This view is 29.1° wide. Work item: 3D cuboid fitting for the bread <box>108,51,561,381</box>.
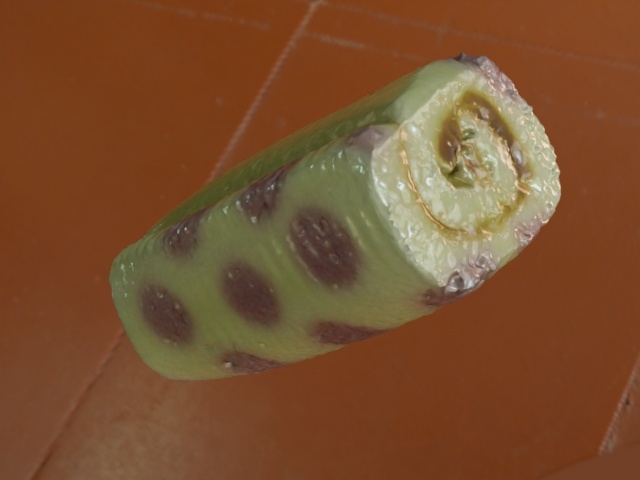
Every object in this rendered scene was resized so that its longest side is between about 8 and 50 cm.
[{"bbox_3d":[0.000,0.000,0.905,0.338,0.155,0.187,-22,16,48],"label":"bread"}]
